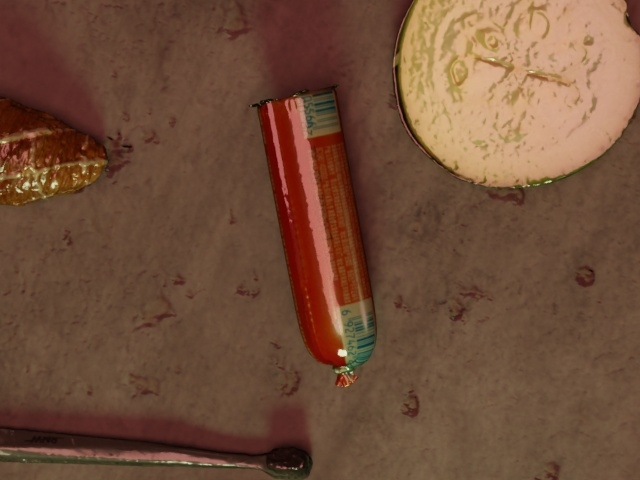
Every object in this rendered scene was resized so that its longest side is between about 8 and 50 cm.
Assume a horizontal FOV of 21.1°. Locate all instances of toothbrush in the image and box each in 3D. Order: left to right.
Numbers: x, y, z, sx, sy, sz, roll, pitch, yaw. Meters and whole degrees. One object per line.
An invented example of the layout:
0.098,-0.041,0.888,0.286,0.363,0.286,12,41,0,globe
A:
-0.156,0.192,1.544,0.297,0.030,0.030,3,69,5,toothbrush

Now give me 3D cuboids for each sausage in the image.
0.000,0.000,1.492,0.083,0.083,0.264,-10,96,4,sausage

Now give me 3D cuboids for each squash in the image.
0.169,-0.152,1.491,0.219,0.041,0.219,1,95,8,squash

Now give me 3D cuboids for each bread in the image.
-0.305,-0.080,1.507,0.233,0.076,0.105,3,97,2,bread
